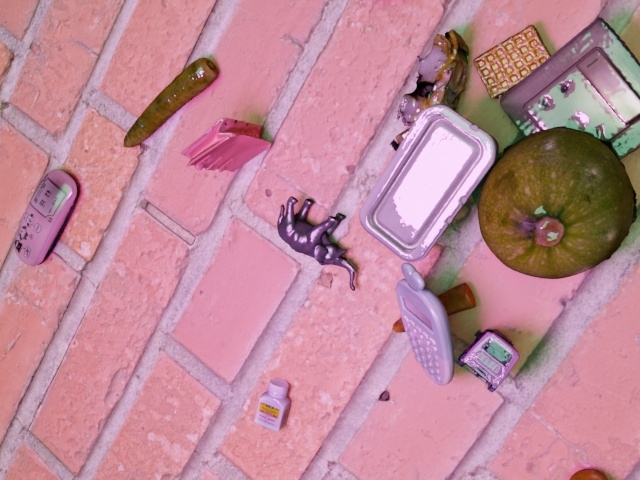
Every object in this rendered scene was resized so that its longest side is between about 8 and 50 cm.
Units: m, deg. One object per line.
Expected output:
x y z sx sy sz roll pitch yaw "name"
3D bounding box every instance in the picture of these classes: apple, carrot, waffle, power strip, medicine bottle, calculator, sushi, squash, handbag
0.572 0.529 1.266 0.089 0.074 0.089 0 90 21 "apple"
0.255 0.166 1.385 0.210 0.061 0.061 -29 82 26 "carrot"
0.418 -0.384 1.297 0.148 0.042 0.102 -28 84 20 "waffle"
0.544 -0.271 1.223 0.251 0.092 0.257 -40 77 36 "power strip"
-0.118 0.422 1.541 0.074 0.055 0.118 18 98 21 "medicine bottle"
-0.417 -0.363 1.615 0.358 0.074 0.074 -35 80 22 "carrot"
0.225 0.181 1.287 0.042 0.184 0.295 -21 115 -14 "calculator"
0.239 -0.322 1.324 0.131 0.139 0.291 33 105 25 "sushi"
0.406 -0.049 1.128 0.310 0.309 0.310 11 109 34 "squash"
-0.228 -0.229 1.467 0.157 0.212 0.059 -32 81 20 "handbag"

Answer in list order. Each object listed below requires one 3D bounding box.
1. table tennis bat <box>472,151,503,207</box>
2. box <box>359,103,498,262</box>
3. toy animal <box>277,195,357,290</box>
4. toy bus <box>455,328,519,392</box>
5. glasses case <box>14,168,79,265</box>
0.444 -0.080 1.308 0.160 0.039 0.257 -45 75 22 "table tennis bat"
0.246 -0.127 1.282 0.175 0.182 0.312 39 116 15 "box"
0.007 -0.007 1.460 0.269 0.082 0.137 35 107 12 "toy animal"
0.359 0.246 1.273 0.096 0.199 0.108 39 94 15 "toy bus"
-0.818 -0.066 1.780 0.122 0.075 0.314 37 105 13 "glasses case"
